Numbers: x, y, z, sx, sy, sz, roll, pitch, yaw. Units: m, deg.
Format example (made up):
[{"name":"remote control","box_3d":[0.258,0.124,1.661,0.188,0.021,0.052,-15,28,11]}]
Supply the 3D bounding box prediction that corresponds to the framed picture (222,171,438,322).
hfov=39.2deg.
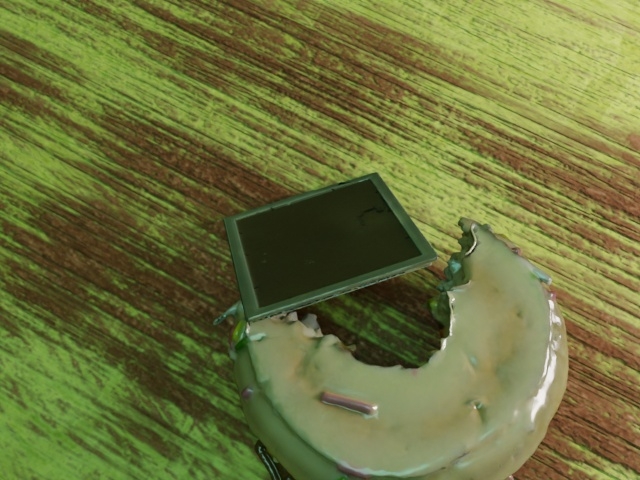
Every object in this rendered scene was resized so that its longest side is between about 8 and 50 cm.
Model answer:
[{"name":"framed picture","box_3d":[0.000,0.000,1.055,0.216,0.273,0.016,-18,116,-2]}]

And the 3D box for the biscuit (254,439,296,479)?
[{"name":"biscuit","box_3d":[0.011,0.237,1.073,0.215,0.034,0.182,31,78,12]}]

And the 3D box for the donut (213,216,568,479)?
[{"name":"donut","box_3d":[0.098,0.152,1.002,0.370,0.150,0.307,-19,60,-9]}]
